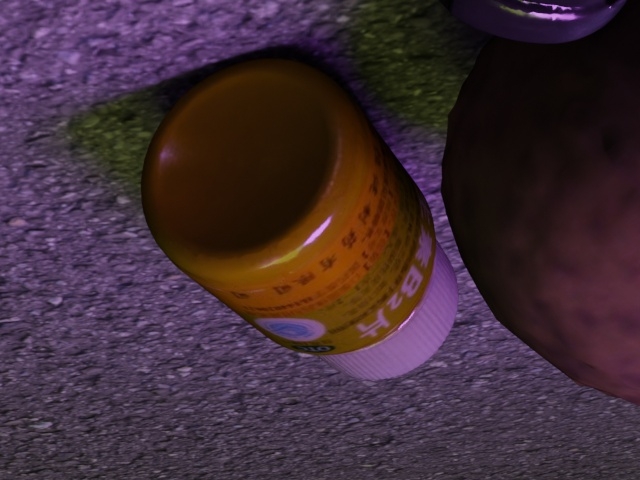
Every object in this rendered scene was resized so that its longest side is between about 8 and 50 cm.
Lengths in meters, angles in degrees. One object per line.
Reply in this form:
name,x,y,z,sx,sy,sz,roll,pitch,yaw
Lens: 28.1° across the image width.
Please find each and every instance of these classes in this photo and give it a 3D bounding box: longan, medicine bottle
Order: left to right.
medicine bottle,0.000,0.000,1.292,0.224,0.224,0.384,-14,153,16
longan,0.296,-0.055,1.058,0.391,0.391,0.391,-5,154,-2

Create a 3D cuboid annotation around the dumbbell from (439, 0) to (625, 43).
dumbbell,0.169,-0.276,0.812,0.185,0.185,0.388,0,152,-13
